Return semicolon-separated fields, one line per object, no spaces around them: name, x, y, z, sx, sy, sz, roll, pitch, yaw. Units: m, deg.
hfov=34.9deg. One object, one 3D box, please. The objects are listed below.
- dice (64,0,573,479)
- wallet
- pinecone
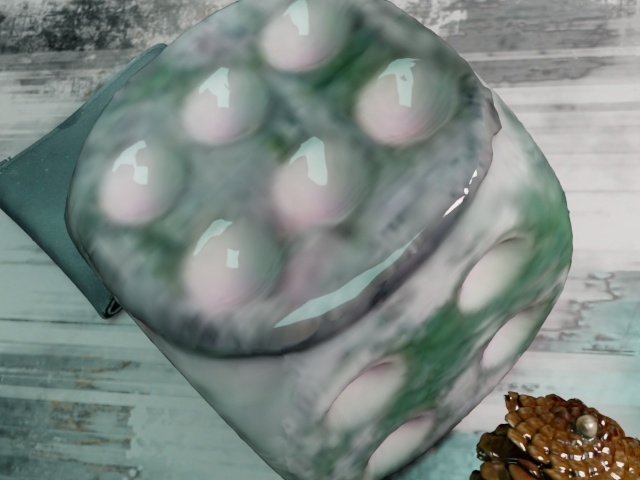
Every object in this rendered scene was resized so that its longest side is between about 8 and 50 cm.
dice;0.000;0.000;0.906;0.328;0.348;0.330;-43;62;-7
wallet;-0.220;-0.085;1.184;0.251;0.054;0.290;39;80;28
pinecone;0.198;0.214;0.854;0.174;0.173;0.173;-7;63;14
